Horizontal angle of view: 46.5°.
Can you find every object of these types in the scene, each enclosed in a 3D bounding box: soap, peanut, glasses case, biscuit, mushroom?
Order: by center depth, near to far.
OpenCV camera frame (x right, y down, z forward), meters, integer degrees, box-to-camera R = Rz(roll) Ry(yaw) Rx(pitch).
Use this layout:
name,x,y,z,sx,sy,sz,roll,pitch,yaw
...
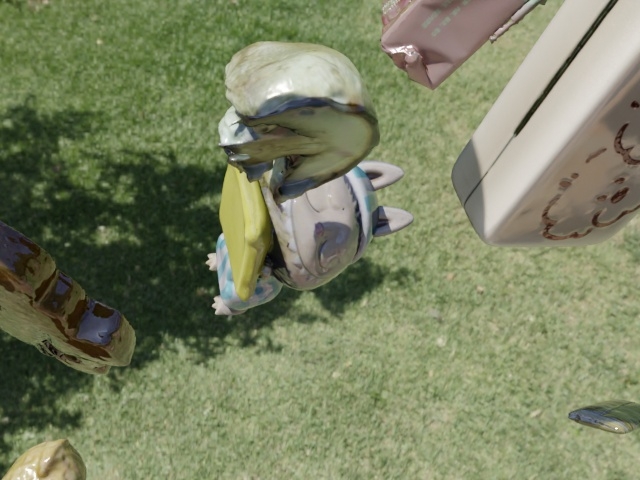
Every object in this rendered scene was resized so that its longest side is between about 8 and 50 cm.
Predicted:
name,x,y,z,sx,sy,sz,roll,pitch,yaw
glasses case,0.225,-0.123,0.498,0.143,0.336,0.076,0,53,-25
biscuit,-0.287,0.031,0.608,0.301,0.278,0.043,22,67,14
peanut,-0.272,0.277,0.691,0.083,0.093,0.194,19,82,32
soap,0.171,-0.295,0.759,0.098,0.273,0.218,33,35,-23
mushroom,-0.030,-0.174,0.952,0.189,0.267,0.164,-19,72,10

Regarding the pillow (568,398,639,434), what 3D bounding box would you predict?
name,x,y,z,sx,sy,sz,roll,pitch,yaw
pillow,0.570,0.334,1.425,0.113,0.038,0.203,10,5,43

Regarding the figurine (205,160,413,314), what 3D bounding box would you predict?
name,x,y,z,sx,sy,sz,roll,pitch,yaw
figurine,0.000,0.000,1.409,0.377,0.361,0.267,1,61,-18
